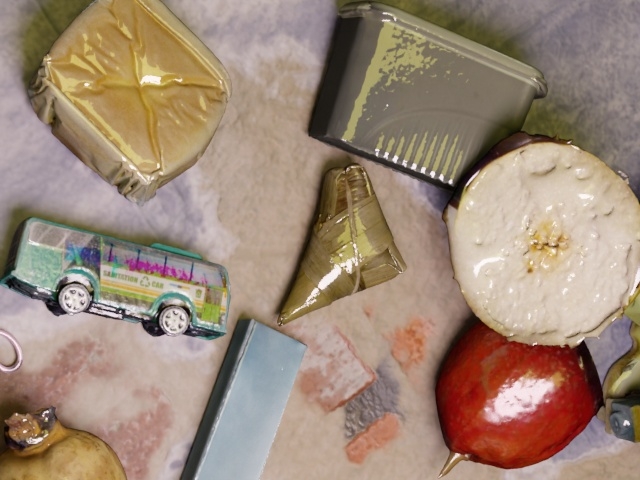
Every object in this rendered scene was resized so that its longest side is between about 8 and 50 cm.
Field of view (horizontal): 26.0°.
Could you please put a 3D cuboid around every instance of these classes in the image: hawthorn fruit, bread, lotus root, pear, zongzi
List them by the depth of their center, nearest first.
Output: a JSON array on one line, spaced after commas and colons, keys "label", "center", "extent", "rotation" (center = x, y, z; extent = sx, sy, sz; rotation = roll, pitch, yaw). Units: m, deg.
[{"label": "lotus root", "center": [-0.287, 0.303, 1.536], "extent": [0.154, 0.140, 0.256], "rotation": [-12, 93, 11]}, {"label": "bread", "center": [-0.218, -0.171, 1.605], "extent": [0.210, 0.110, 0.192], "rotation": [42, 67, -14]}, {"label": "pear", "center": [0.291, 0.009, 1.691], "extent": [0.178, 0.267, 0.267], "rotation": [12, 80, -62]}, {"label": "zongzi", "center": [0.000, 0.000, 1.703], "extent": [0.176, 0.078, 0.160], "rotation": [-21, 89, -13]}, {"label": "hawthorn fruit", "center": [0.233, 0.203, 1.731], "extent": [0.189, 0.189, 0.251], "rotation": [42, 91, -14]}]

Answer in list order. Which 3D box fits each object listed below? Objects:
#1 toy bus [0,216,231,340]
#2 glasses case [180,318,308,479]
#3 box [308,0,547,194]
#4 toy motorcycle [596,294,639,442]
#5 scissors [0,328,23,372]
[{"label": "toy bus", "center": [-0.232, 0.050, 1.601], "extent": [0.262, 0.091, 0.109], "rotation": [15, 75, -22]}, {"label": "glasses case", "center": [-0.107, 0.231, 1.664], "extent": [0.105, 0.056, 0.266], "rotation": [30, 76, -42]}, {"label": "box", "center": [0.129, -0.170, 1.736], "extent": [0.274, 0.138, 0.178], "rotation": [21, 89, -19]}, {"label": "toy motorcycle", "center": [0.464, 0.103, 1.824], "extent": [0.237, 0.169, 0.410], "rotation": [-9, 90, -20]}, {"label": "scissors", "center": [-0.412, 0.092, 1.560], "extent": [0.085, 0.022, 0.176], "rotation": [-39, 104, -16]}]
